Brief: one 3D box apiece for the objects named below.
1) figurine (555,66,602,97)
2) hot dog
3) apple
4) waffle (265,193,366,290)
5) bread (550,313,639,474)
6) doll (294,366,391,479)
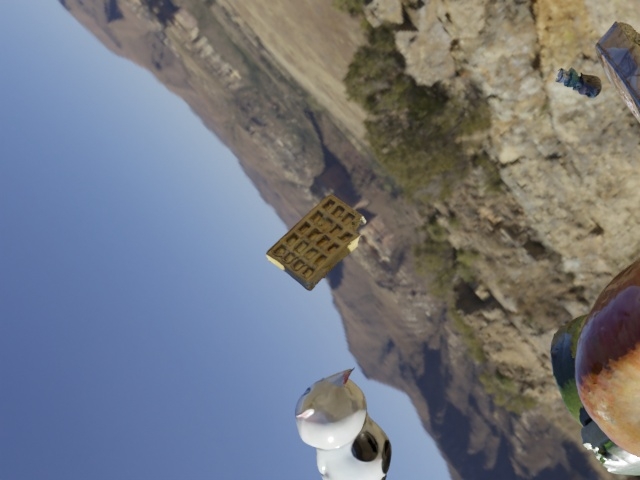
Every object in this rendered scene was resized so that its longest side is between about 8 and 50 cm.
[{"bbox_3d":[0.580,-0.356,1.569,0.106,0.047,0.060,18,-134,-9],"label":"figurine"},{"bbox_3d":[0.488,-0.229,1.045,0.144,0.075,0.268,44,-155,-37],"label":"hot dog"},{"bbox_3d":[0.480,0.131,0.852,0.301,0.301,0.301,48,-178,-3],"label":"apple"},{"bbox_3d":[0.000,0.000,0.959,0.092,0.135,0.021,36,157,30],"label":"waffle"},{"bbox_3d":[0.685,0.339,1.580,0.366,0.382,0.129,34,143,5],"label":"bread"},{"bbox_3d":[0.030,0.264,0.970,0.107,0.110,0.180,7,131,55],"label":"doll"}]
